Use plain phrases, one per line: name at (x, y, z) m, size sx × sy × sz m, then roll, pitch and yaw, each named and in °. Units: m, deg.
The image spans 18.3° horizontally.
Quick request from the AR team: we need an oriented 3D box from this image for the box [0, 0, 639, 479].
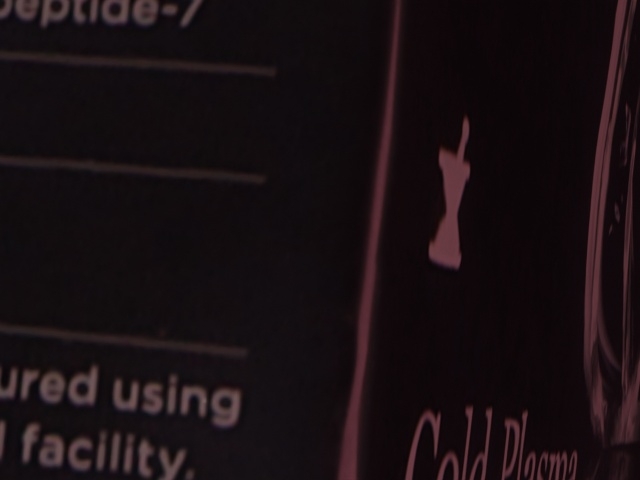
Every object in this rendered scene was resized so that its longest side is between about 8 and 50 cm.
box at (-0.047, -0.088, 0.582) m, size 0.480 × 0.297 × 0.472 m, roll 17°, pitch 77°, yaw -73°
